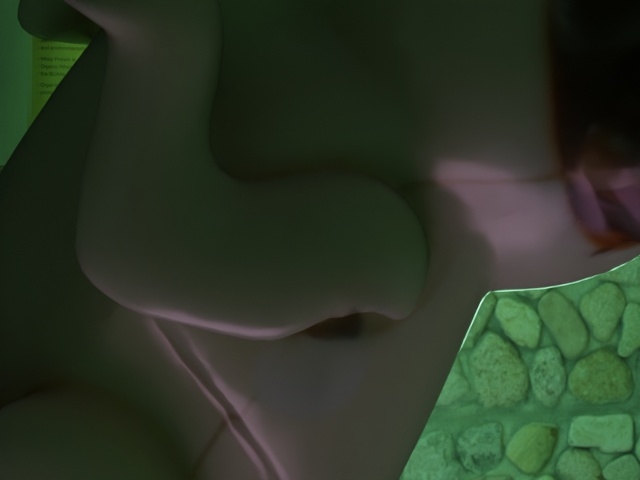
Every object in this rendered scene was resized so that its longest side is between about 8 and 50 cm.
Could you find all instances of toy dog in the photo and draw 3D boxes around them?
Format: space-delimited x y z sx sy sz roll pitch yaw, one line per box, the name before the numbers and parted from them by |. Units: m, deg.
toy dog | 0.000 0.000 0.824 0.408 0.395 0.284 -41 -159 11

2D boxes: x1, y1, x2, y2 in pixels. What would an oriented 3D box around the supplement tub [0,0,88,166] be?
supplement tub | -0.127 -0.094 1.026 0.144 0.199 0.144 1 -175 0
